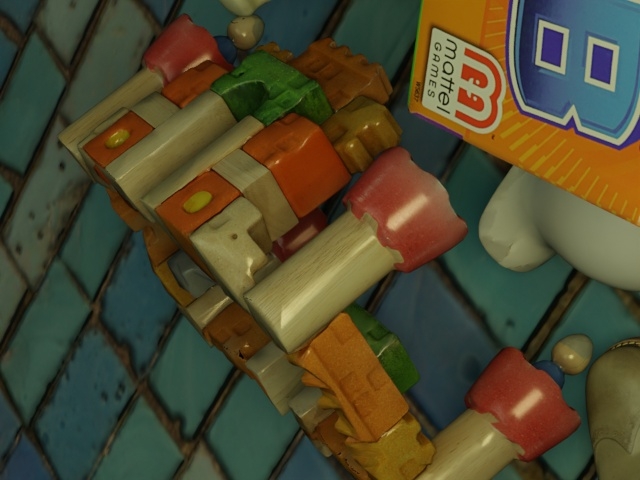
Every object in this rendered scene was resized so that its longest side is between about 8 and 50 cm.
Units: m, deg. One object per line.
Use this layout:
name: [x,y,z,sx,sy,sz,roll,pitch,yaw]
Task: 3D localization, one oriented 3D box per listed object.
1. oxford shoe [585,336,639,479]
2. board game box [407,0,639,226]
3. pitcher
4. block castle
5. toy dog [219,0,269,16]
oxford shoe: [0.258,0.227,1.393,0.123,0.130,0.348,-41,57,39]
board game box: [0.314,-0.214,1.095,0.356,0.356,0.356,29,128,32]
pitcher: [0.233,-0.051,1.477,0.207,0.125,0.178,8,76,59]
block castle: [0.000,0.000,1.543,0.213,0.303,0.453,-39,34,-9]
toy dog: [-0.050,-0.387,1.657,0.408,0.284,0.395,-18,50,31]
